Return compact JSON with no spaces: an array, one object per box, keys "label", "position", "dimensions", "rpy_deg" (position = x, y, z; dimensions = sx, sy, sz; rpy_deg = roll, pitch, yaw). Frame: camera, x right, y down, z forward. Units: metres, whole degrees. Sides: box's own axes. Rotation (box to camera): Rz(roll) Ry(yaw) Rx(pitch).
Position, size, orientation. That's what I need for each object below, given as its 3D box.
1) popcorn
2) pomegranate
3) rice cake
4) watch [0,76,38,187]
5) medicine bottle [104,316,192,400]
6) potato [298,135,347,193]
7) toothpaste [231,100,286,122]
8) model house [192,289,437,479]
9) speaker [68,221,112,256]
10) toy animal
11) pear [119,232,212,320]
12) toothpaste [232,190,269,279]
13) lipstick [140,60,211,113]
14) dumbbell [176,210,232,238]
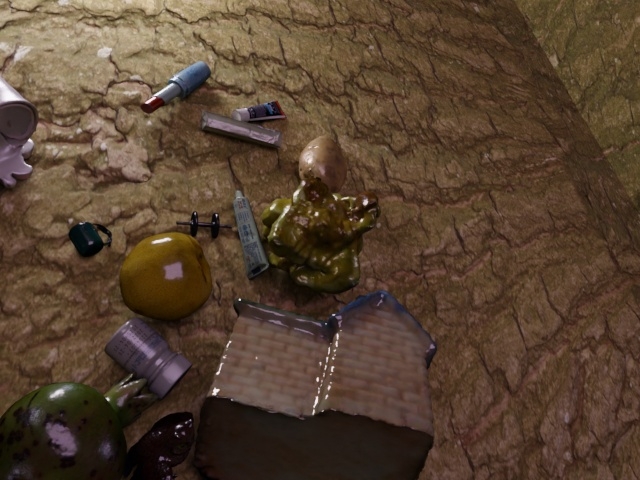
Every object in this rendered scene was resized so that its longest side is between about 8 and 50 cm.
[{"label":"popcorn","position":[-0.009,0.007,1.372],"dimensions":[0.321,0.290,0.326],"rpy_deg":[-29,72,-26]},{"label":"pomegranate","position":[-0.453,0.349,0.969],"dimensions":[0.242,0.242,0.306],"rpy_deg":[31,48,-6]},{"label":"rice cake","position":[-0.242,-0.337,1.603],"dimensions":[0.255,0.052,0.057],"rpy_deg":[12,90,-20]},{"label":"watch","position":[-0.758,-0.234,1.174],"dimensions":[0.196,0.231,0.244],"rpy_deg":[42,49,-1]},{"label":"medicine bottle","position":[-0.376,0.256,1.143],"dimensions":[0.168,0.105,0.105],"rpy_deg":[41,52,2]},{"label":"potato","position":[0.001,-0.232,1.626],"dimensions":[0.161,0.128,0.235],"rpy_deg":[13,50,-38]},{"label":"toothpaste","position":[-0.194,-0.408,1.683],"dimensions":[0.193,0.045,0.071],"rpy_deg":[-24,82,-42]},{"label":"model house","position":[-0.007,0.324,1.160],"dimensions":[0.444,0.395,0.400],"rpy_deg":[12,39,0]},{"label":"speaker","position":[-0.543,-0.008,1.249],"dimensions":[0.094,0.060,0.075],"rpy_deg":[-29,78,-36]},{"label":"toy animal","position":[-0.317,0.408,1.024],"dimensions":[0.116,0.180,0.219],"rpy_deg":[25,33,-5]},{"label":"pear","position":[-0.358,0.087,1.200],"dimensions":[0.208,0.209,0.209],"rpy_deg":[12,56,-19]},{"label":"toothpaste","position":[-0.197,-0.024,1.431],"dimensions":[0.069,0.047,0.269],"rpy_deg":[-17,63,-1]},{"label":"lipstick","position":[-0.436,-0.458,1.576],"dimensions":[0.068,0.061,0.274],"rpy_deg":[36,51,1]},{"label":"dumbbell","position":[-0.306,-0.041,1.382],"dimensions":[0.147,0.069,0.070],"rpy_deg":[3,60,-24]}]
